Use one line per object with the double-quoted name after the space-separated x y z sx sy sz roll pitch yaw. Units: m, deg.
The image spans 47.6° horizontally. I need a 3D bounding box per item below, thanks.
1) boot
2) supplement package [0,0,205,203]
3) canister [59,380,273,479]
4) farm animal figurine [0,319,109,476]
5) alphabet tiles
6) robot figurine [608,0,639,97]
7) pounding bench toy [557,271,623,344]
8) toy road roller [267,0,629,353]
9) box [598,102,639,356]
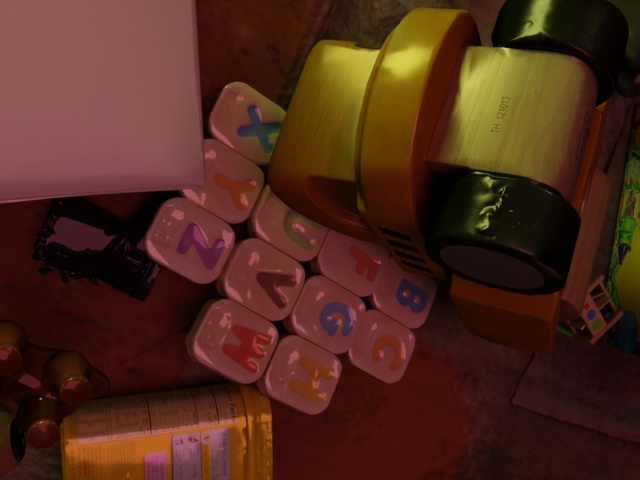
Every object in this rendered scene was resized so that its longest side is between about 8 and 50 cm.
-0.169 -0.015 0.592 0.099 0.045 0.121 25 89 -21 "boot"
-0.187 -0.179 0.483 0.175 0.177 0.292 -6 100 -22 "supplement package"
-0.132 0.188 0.623 0.170 0.073 0.126 -3 99 -21 "canister"
-0.283 0.199 0.492 0.327 0.172 0.330 3 99 -27 "farm animal figurine"
0.000 0.000 0.639 0.278 0.021 0.284 33 72 -25 "alphabet tiles"
0.388 -0.253 0.690 0.278 0.209 0.173 -31 106 4 "robot figurine"
0.271 0.081 0.782 0.083 0.052 0.065 -40 111 -12 "pounding bench toy"
0.108 -0.054 0.608 0.202 0.241 0.329 -70 155 -14 "toy road roller"
0.465 0.008 0.721 0.177 0.290 0.279 4 96 -22 "box"
